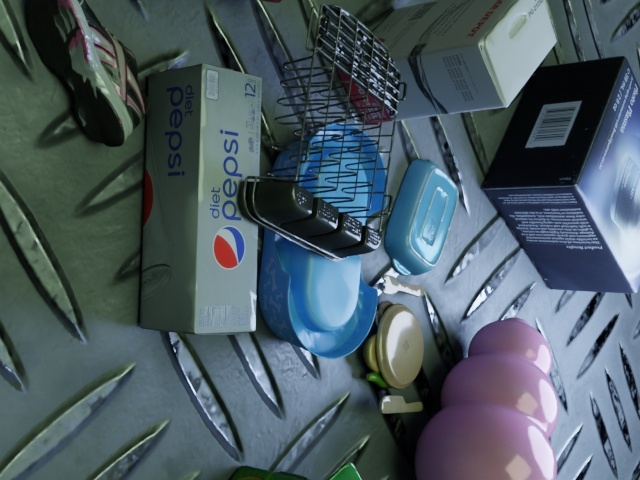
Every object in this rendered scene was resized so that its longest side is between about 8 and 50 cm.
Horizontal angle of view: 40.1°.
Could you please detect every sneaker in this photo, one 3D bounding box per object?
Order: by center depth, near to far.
[{"bbox_3d":[-0.231,-0.189,0.896,0.077,0.071,0.178,-52,134,-47],"label":"sneaker"}]

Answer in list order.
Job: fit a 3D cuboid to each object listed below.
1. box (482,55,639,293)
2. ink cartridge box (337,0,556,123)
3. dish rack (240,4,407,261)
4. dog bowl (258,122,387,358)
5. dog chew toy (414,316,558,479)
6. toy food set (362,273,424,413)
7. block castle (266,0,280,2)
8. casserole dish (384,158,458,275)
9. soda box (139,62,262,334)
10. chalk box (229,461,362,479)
[{"bbox_3d":[0.468,-0.110,1.538,0.294,0.182,0.296,49,57,-36],"label":"box"},{"bbox_3d":[0.171,-0.251,1.182,0.172,0.237,0.100,-50,124,-34],"label":"ink cartridge box"},{"bbox_3d":[0.017,-0.127,1.025,0.208,0.074,0.272,28,66,-52],"label":"dish rack"},{"bbox_3d":[0.000,0.000,1.123,0.165,0.074,0.297,11,81,-46],"label":"dog bowl"},{"bbox_3d":[0.266,0.265,1.321,0.206,0.206,0.332,48,50,-35],"label":"dog chew toy"},{"bbox_3d":[0.105,0.152,1.266,0.132,0.038,0.192,16,73,-52],"label":"toy food set"},{"bbox_3d":[-0.041,-0.502,0.902,0.212,0.303,0.454,-5,93,-31],"label":"block castle"},{"bbox_3d":[0.158,-0.035,1.316,0.114,0.037,0.188,38,64,-39],"label":"casserole dish"},{"bbox_3d":[-0.132,-0.042,0.966,0.091,0.098,0.287,3,88,-48],"label":"soda box"},{"bbox_3d":[-0.041,0.386,1.007,0.289,0.179,0.180,-47,121,-37],"label":"chalk box"}]
